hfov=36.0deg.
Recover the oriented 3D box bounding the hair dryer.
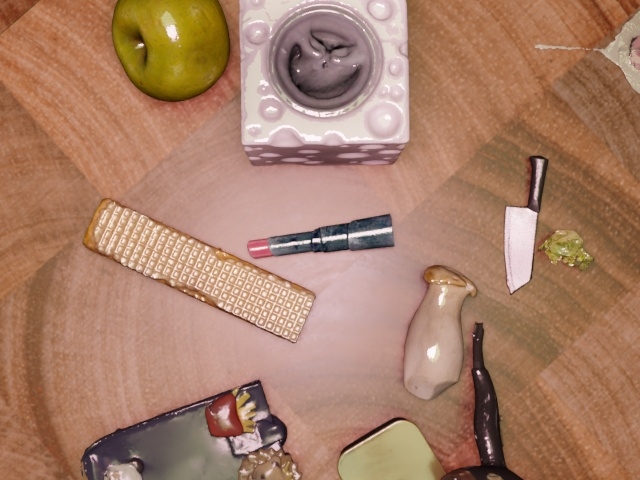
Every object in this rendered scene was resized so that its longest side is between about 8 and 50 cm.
[{"bbox_3d":[0.290,0.295,1.524,0.303,0.120,0.360,18,57,-35],"label":"hair dryer"}]

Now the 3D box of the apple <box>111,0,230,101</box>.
[{"bbox_3d":[-0.229,-0.315,1.526,0.157,0.196,0.196,-22,87,-32],"label":"apple"}]

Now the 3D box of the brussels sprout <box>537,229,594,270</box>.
[{"bbox_3d":[0.398,0.014,1.570,0.085,0.085,0.058,38,84,1],"label":"brussels sprout"}]

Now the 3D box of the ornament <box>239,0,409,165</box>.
[{"bbox_3d":[0.004,-0.246,1.495,0.239,0.240,0.239,-1,86,-1],"label":"ornament"}]

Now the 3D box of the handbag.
[{"bbox_3d":[-0.177,0.402,1.517,0.329,0.122,0.303,-19,87,-3],"label":"handbag"}]

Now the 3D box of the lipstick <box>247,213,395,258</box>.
[{"bbox_3d":[0.000,0.000,1.574,0.234,0.053,0.053,-8,87,0],"label":"lipstick"}]

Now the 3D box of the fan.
[{"bbox_3d":[0.506,-0.313,1.618,0.310,0.010,0.182,1,87,-1],"label":"fan"}]

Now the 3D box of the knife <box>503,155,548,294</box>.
[{"bbox_3d":[0.327,-0.025,1.597,0.060,0.028,0.231,7,90,12],"label":"knife"}]

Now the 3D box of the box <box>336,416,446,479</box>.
[{"bbox_3d":[0.125,0.386,1.534,0.144,0.090,0.201,-31,88,-3],"label":"box"}]

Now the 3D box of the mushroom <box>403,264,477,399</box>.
[{"bbox_3d":[0.186,0.145,1.548,0.097,0.088,0.213,14,82,15],"label":"mushroom"}]

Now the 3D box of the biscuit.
[{"bbox_3d":[-0.193,0.046,1.567,0.378,0.054,0.094,24,86,1],"label":"biscuit"}]
